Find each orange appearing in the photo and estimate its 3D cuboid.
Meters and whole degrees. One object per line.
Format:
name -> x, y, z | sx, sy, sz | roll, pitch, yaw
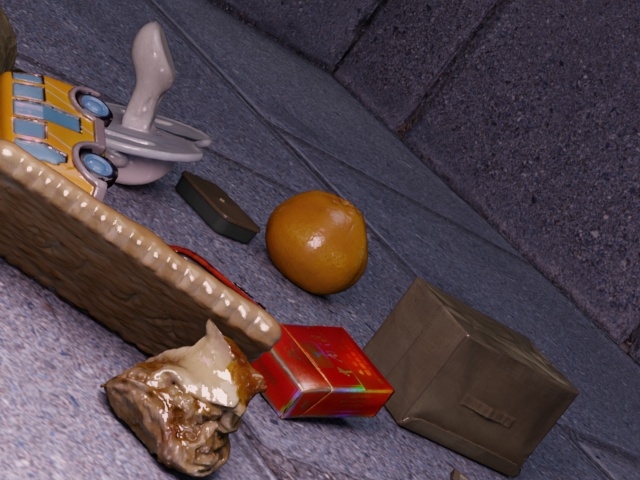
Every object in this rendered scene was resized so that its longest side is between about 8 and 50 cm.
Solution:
orange -> 0.000, 0.000, 2.266 | 0.159, 0.136, 0.159 | 34, 9, -6

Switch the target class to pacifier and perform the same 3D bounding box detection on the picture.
pacifier -> -0.247, -0.189, 2.112 | 0.227, 0.207, 0.279 | 19, 12, -3

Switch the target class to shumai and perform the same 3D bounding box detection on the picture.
shumai -> -0.116, 0.131, 1.432 | 0.145, 0.116, 0.145 | 34, 13, -9

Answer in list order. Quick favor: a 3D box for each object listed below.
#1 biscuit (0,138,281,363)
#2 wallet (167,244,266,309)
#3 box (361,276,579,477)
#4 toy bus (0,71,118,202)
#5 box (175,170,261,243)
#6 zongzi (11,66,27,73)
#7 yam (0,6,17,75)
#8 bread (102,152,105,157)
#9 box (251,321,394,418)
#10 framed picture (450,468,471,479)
biscuit -> -0.198, 0.026, 1.511 | 0.325, 0.044, 0.217 | 34, -28, -10
wallet -> -0.146, 0.051, 1.647 | 0.142, 0.045, 0.204 | 41, -16, -24
box -> 0.190, 0.182, 2.078 | 0.231, 0.149, 0.155 | 29, 13, -35
toy bus -> -0.298, -0.083, 1.657 | 0.136, 0.126, 0.209 | 22, 32, -27
box -> -0.148, -0.046, 2.266 | 0.126, 0.031, 0.091 | 44, 13, 35
zongzi -> -0.420, -0.206, 2.044 | 0.119, 0.055, 0.109 | 29, 9, 25
yam -> -0.430, -0.199, 1.708 | 0.168, 0.168, 0.304 | 36, 13, -8
bread -> -0.322, -0.137, 1.960 | 0.157, 0.094, 0.083 | 48, 9, 13
box -> -0.008, 0.145, 1.795 | 0.175, 0.048, 0.112 | 6, 37, -53
framed picture -> 0.197, 0.325, 1.874 | 0.109, 0.011, 0.149 | 37, 11, -2
